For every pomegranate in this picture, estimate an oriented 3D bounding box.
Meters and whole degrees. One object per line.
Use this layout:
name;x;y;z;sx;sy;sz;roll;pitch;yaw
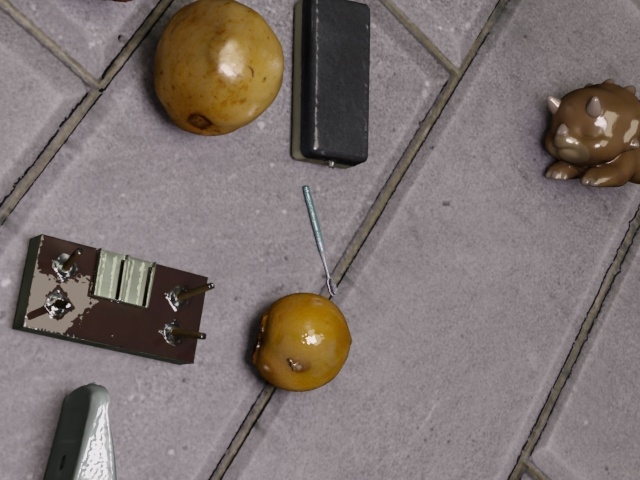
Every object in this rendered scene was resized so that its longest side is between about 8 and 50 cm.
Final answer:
pomegranate;-0.133;-0.240;1.672;0.196;0.196;0.196;6;79;-32

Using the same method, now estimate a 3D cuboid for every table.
table;-0.250;0.075;1.586;0.240;0.111;0.121;16;73;-30

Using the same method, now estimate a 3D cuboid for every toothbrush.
toothbrush;0.000;0.000;1.818;0.011;0.014;0.167;-15;91;-25

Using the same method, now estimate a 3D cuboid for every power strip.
power strip;0.015;-0.229;1.833;0.105;0.070;0.256;7;77;-30

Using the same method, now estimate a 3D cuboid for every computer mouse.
computer mouse;-0.289;0.289;1.521;0.079;0.128;0.231;17;77;-29

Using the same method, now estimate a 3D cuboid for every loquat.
loquat;-0.024;0.142;1.711;0.141;0.141;0.141;6;79;-32

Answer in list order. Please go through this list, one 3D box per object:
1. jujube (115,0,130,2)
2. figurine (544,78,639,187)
jujube;-0.290;-0.486;1.603;0.216;0.216;0.342;-17;78;-34
figurine;0.479;-0.181;2.064;0.247;0.177;0.173;0;101;-22
